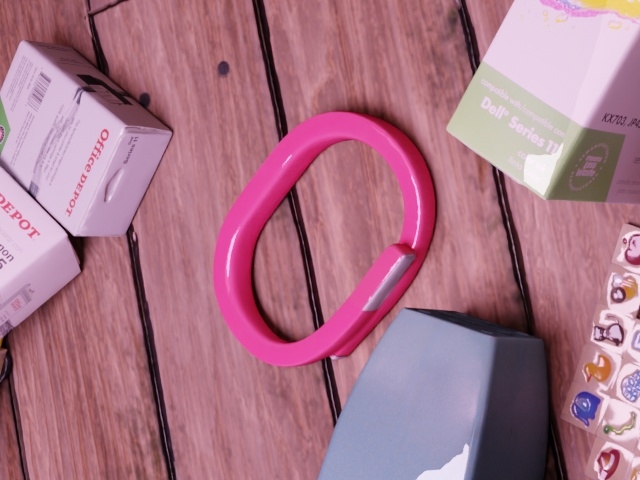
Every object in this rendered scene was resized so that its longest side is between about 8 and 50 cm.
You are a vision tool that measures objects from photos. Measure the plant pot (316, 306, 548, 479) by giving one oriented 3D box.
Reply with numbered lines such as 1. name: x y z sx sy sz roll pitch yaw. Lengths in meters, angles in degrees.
1. plant pot: 0.115 0.189 1.327 0.165 0.165 0.234 16 95 35

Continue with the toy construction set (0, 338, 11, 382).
1. toy construction set: -0.509 0.173 1.791 0.215 0.151 0.328 18 110 10

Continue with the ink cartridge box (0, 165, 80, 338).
1. ink cartridge box: -0.458 0.035 1.655 0.283 0.117 0.207 -42 72 -17

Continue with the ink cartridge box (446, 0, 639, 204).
1. ink cartridge box: 0.277 -0.208 1.165 0.119 0.207 0.353 39 113 31

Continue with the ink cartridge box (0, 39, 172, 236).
1. ink cartridge box: -0.292 -0.119 1.664 0.208 0.087 0.153 40 113 30

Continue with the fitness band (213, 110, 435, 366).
1. fitness band: 0.000 0.000 1.476 0.291 0.054 0.209 -51 60 24

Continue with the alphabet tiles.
1. alphabet tiles: 0.324 0.128 1.260 0.198 0.009 0.237 24 105 34
